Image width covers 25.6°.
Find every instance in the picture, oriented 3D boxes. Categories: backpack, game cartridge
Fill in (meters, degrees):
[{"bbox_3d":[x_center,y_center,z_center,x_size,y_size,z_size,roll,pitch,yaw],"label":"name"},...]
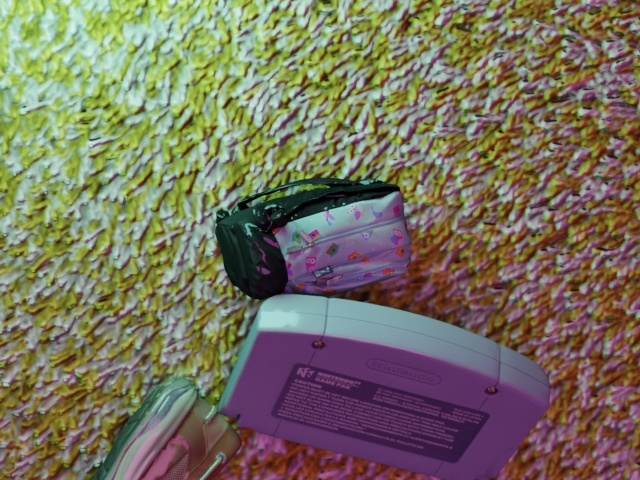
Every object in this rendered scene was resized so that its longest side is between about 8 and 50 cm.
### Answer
[{"bbox_3d":[0.000,0.000,1.406,0.182,0.152,0.115,-13,101,-19],"label":"backpack"},{"bbox_3d":[0.064,0.147,1.397,0.297,0.062,0.198,16,134,-9],"label":"game cartridge"}]

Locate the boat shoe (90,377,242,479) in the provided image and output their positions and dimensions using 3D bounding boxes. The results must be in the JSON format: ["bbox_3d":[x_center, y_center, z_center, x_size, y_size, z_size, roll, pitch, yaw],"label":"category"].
[{"bbox_3d":[-0.197,0.293,1.398,0.116,0.123,0.324,37,89,-10],"label":"boat shoe"}]
